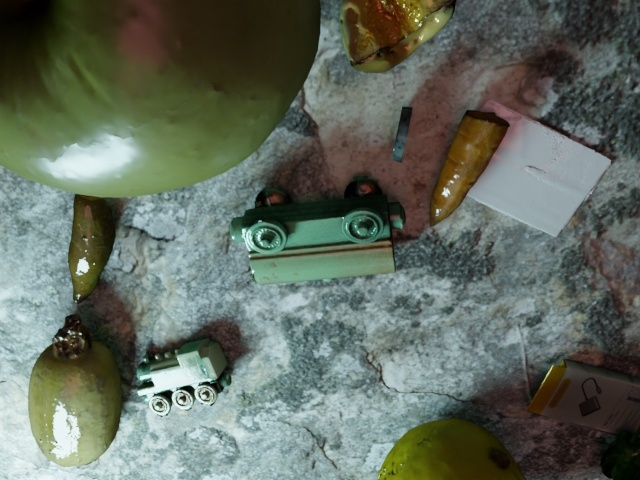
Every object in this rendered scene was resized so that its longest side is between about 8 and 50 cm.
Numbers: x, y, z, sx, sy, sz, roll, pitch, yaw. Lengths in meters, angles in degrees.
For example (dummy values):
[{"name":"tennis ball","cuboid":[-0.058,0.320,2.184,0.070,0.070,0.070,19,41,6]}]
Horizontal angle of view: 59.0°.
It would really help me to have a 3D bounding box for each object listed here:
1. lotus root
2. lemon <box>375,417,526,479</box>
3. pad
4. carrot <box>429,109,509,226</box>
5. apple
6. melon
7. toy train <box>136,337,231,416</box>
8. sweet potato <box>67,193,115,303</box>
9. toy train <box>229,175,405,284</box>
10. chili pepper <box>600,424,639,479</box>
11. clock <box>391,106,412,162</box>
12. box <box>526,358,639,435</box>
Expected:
[{"name":"lotus root","cuboid":[-0.474,0.297,1.095,0.169,0.151,0.342,12,120,-1]},{"name":"lemon","cuboid":[0.239,0.483,1.053,0.297,0.297,0.296,2,116,4]},{"name":"pad","cuboid":[0.325,-0.110,0.904,0.232,0.004,0.156,25,116,-7]},{"name":"carrot","cuboid":[0.214,-0.104,0.879,0.072,0.072,0.205,21,119,-5]},{"name":"apple","cuboid":[-0.214,-0.272,0.641,0.474,0.473,0.473,2,116,4]},{"name":"melon","cuboid":[0.099,-0.317,0.789,0.160,0.079,0.128,-30,92,19]},{"name":"toy train","cuboid":[-0.272,0.265,1.107,0.194,0.081,0.125,-15,104,15]},{"name":"sweet potato","cuboid":[-0.404,0.022,1.000,0.077,0.077,0.243,15,120,-2]},{"name":"toy train","cuboid":[0.000,0.000,0.939,0.286,0.116,0.177,-7,128,7]},{"name":"chili pepper","cuboid":[0.611,0.440,1.096,0.122,0.065,0.278,-22,125,17]},{"name":"clock","cuboid":[0.123,-0.160,0.854,0.017,0.085,0.085,11,117,6]},{"name":"box","cuboid":[0.529,0.301,1.073,0.247,0.033,0.129,16,118,-3]}]
